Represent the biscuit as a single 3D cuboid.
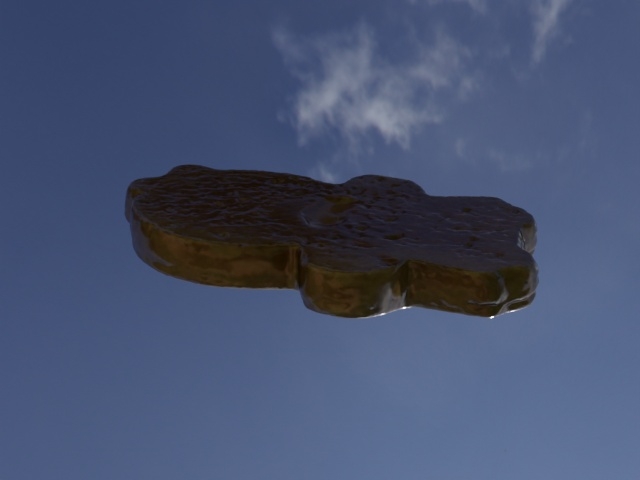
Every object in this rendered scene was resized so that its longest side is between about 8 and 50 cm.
[{"bbox_3d":[0.000,0.000,0.586,0.226,0.166,0.036,6,-68,7],"label":"biscuit"}]
